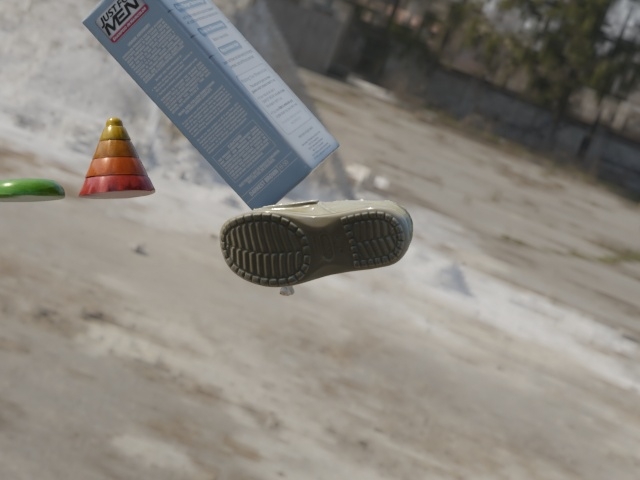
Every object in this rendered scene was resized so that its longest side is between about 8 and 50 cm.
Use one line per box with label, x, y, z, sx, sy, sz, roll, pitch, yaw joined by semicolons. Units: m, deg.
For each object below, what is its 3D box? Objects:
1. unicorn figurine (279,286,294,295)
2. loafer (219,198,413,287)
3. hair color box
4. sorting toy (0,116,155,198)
unicorn figurine;-0.048;0.028;1.945;0.162;0.060;0.111;28;-22;2
loafer;0.000;0.000;1.788;0.269;0.101;0.092;-2;10;28
hair color box;-0.152;-0.225;2.078;0.374;0.113;0.185;48;20;-2
sorting toy;-0.440;-0.124;2.240;0.366;0.126;0.127;-2;-2;7
